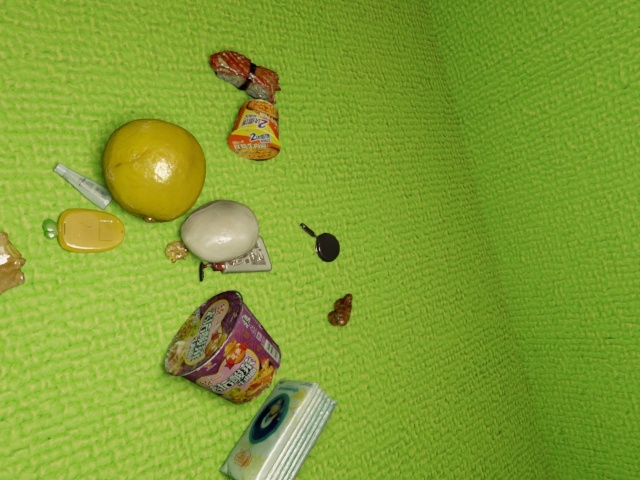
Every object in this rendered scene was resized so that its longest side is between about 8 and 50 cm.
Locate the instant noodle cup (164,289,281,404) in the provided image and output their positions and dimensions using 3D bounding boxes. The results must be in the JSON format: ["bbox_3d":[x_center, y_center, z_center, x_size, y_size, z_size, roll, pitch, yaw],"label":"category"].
[{"bbox_3d":[-0.312,0.379,1.480,0.266,0.340,0.339,51,56,-29],"label":"instant noodle cup"}]

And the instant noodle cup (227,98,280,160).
[{"bbox_3d":[-0.258,-0.453,1.767,0.213,0.213,0.174,20,60,-30],"label":"instant noodle cup"}]

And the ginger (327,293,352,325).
[{"bbox_3d":[0.091,0.308,1.890,0.073,0.103,0.162,45,49,-23],"label":"ginger"}]

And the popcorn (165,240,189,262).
[{"bbox_3d":[-0.512,0.039,1.556,0.082,0.057,0.083,21,71,-28],"label":"popcorn"}]

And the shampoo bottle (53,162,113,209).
[{"bbox_3d":[-0.777,-0.182,1.432,0.191,0.041,0.069,38,66,-22],"label":"shampoo bottle"}]

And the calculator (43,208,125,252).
[{"bbox_3d":[-0.762,-0.032,1.414,0.235,0.032,0.146,2,78,-36],"label":"calculator"}]

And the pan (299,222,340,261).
[{"bbox_3d":[0.000,0.000,1.937,0.235,0.028,0.136,41,59,-21],"label":"pan"}]

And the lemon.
[{"bbox_3d":[-0.541,-0.229,1.434,0.348,0.348,0.347,9,75,-33],"label":"lemon"}]

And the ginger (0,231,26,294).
[{"bbox_3d":[-0.936,0.052,1.233,0.157,0.102,0.216,-27,99,-12],"label":"ginger"}]

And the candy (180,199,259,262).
[{"bbox_3d":[-0.358,-0.047,1.568,0.296,0.185,0.295,8,35,-6],"label":"candy"}]

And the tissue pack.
[{"bbox_3d":[-0.144,0.685,1.522,0.162,0.287,0.388,45,58,-13],"label":"tissue pack"}]

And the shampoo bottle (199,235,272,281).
[{"bbox_3d":[-0.335,0.078,1.663,0.284,0.071,0.153,-15,85,-34],"label":"shampoo bottle"}]

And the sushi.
[{"bbox_3d":[-0.308,-0.690,1.830,0.332,0.130,0.124,20,73,-24],"label":"sushi"}]
